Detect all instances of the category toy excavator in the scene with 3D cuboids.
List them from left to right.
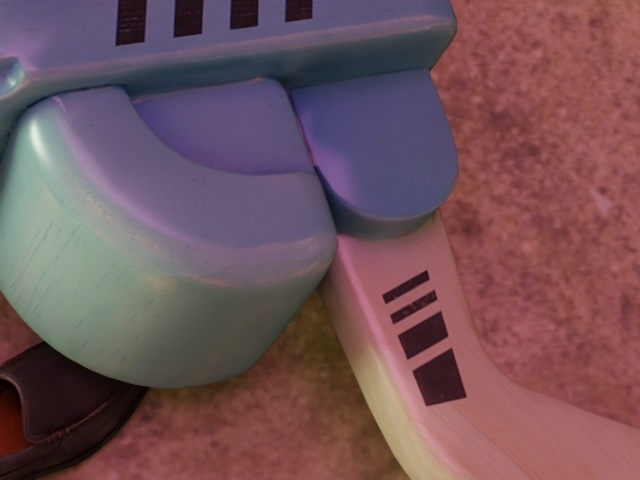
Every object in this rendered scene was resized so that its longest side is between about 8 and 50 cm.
[{"bbox_3d":[0.000,0.000,0.892,0.432,0.222,0.445,-10,71,-24],"label":"toy excavator"}]

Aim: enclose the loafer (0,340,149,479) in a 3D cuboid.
[{"bbox_3d":[-0.148,0.088,0.912,0.170,0.061,0.062,-40,71,-21],"label":"loafer"}]
